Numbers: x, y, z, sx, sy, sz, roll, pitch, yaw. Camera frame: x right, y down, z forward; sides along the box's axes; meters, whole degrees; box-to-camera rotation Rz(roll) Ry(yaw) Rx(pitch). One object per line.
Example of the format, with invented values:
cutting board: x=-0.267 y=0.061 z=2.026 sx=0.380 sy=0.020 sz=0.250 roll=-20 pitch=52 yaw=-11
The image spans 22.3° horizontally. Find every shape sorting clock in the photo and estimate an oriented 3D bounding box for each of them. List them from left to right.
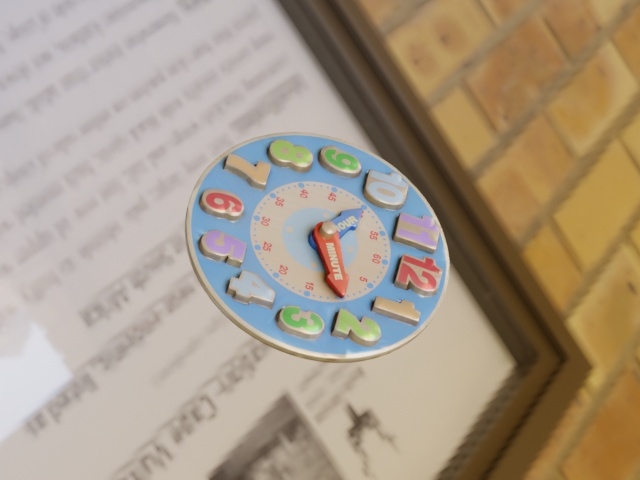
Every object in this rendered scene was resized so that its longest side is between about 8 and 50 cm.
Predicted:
shape sorting clock: x=0.000 y=0.000 z=1.218 sx=0.206 sy=0.206 sz=0.040 roll=-41 pitch=169 yaw=-38
